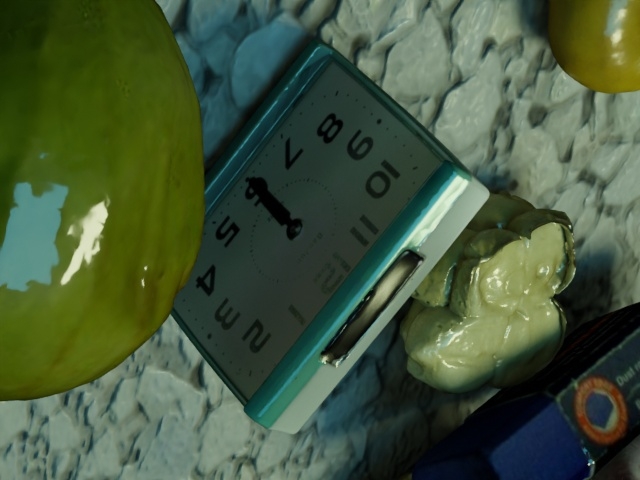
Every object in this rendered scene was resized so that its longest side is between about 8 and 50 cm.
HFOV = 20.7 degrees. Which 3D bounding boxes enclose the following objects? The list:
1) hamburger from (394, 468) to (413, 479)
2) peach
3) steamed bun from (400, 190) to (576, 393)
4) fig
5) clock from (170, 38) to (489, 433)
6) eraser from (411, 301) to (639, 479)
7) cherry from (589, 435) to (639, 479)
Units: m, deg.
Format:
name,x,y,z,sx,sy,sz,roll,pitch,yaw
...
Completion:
name,x,y,z,sx,sy,sz,roll,pitch,yaw
hamburger,0.148,0.346,1.820,0.300,0.176,0.300,-17,129,-22
peach,0.285,-0.214,1.564,0.179,0.103,0.179,-15,125,-23
steamed bun,0.144,0.051,1.665,0.192,0.106,0.177,-24,127,-27
fig,-0.237,-0.065,1.215,0.343,0.343,0.343,-16,128,-22
clock,0.000,0.000,1.454,0.116,0.231,0.262,28,104,-45
eraser,0.235,0.171,1.708,0.332,0.155,0.101,-32,93,-36
cherry,0.375,0.287,1.918,0.213,0.184,0.266,-27,112,-27
